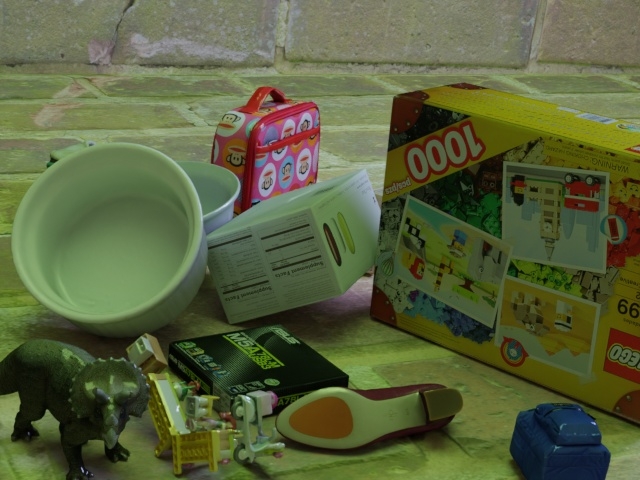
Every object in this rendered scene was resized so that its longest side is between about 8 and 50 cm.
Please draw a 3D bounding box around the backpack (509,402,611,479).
[{"bbox_3d":[0.294,0.248,1.505,0.098,0.101,0.120,7,14,-15],"label":"backpack"}]

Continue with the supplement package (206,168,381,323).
[{"bbox_3d":[-0.032,0.006,1.949,0.204,0.145,0.262,-16,10,24],"label":"supplement package"}]

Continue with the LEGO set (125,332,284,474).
[{"bbox_3d":[-0.133,0.208,1.481,0.107,0.132,0.287,3,10,-36],"label":"LEGO set"}]

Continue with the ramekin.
[{"bbox_3d":[-0.295,0.009,1.788,0.277,0.277,0.135,9,-21,11],"label":"ramekin"}]

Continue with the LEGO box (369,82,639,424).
[{"bbox_3d":[0.338,0.001,1.822,0.500,0.372,0.193,20,23,37],"label":"LEGO box"}]

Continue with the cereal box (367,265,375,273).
[{"bbox_3d":[0.000,0.000,2.234,0.240,0.047,0.173,9,19,9],"label":"cereal box"}]

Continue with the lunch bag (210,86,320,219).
[{"bbox_3d":[-0.104,-0.173,2.389,0.120,0.258,0.293,13,20,23],"label":"lunch bag"}]

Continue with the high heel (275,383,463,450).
[{"bbox_3d":[0.060,0.225,1.587,0.244,0.082,0.117,-12,-11,-9],"label":"high heel"}]

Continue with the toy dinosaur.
[{"bbox_3d":[-0.298,0.180,1.442,0.313,0.160,0.121,23,25,39],"label":"toy dinosaur"}]

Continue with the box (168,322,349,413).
[{"bbox_3d":[-0.088,0.178,1.687,0.184,0.045,0.190,-9,24,-31],"label":"box"}]

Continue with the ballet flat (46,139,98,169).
[{"bbox_3d":[-0.394,-0.118,2.308,0.139,0.139,0.400,-6,19,-31],"label":"ballet flat"}]

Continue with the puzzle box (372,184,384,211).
[{"bbox_3d":[0.325,-0.051,2.474,0.409,0.052,0.272,19,24,35],"label":"puzzle box"}]

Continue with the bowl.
[{"bbox_3d":[-0.272,-0.016,2.028,0.298,0.134,0.298,-5,26,3],"label":"bowl"}]
